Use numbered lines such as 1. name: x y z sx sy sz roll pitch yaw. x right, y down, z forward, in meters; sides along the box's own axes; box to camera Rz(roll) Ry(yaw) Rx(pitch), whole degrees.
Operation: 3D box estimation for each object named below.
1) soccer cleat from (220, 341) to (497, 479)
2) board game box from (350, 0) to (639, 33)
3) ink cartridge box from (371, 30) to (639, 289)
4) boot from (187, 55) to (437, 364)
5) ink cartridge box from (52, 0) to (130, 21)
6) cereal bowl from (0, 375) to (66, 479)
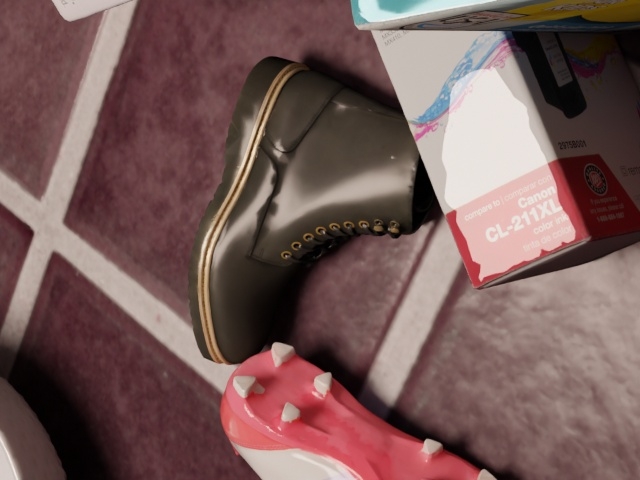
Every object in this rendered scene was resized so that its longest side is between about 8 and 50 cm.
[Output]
1. soccer cleat: 0.037 0.159 0.839 0.248 0.083 0.095 35 145 23
2. board game box: 0.216 -0.142 0.542 0.336 0.254 0.079 -4 95 38
3. ink cartridge box: 0.105 -0.073 0.714 0.072 0.127 0.175 -27 79 37
4. boot: 0.000 0.000 0.842 0.137 0.077 0.198 20 109 28
5. ink cartridge box: -0.031 -0.299 0.712 0.395 0.151 0.270 -9 122 39
6. cereal bowl: -0.324 0.232 1.045 0.339 0.141 0.339 -2 85 21
